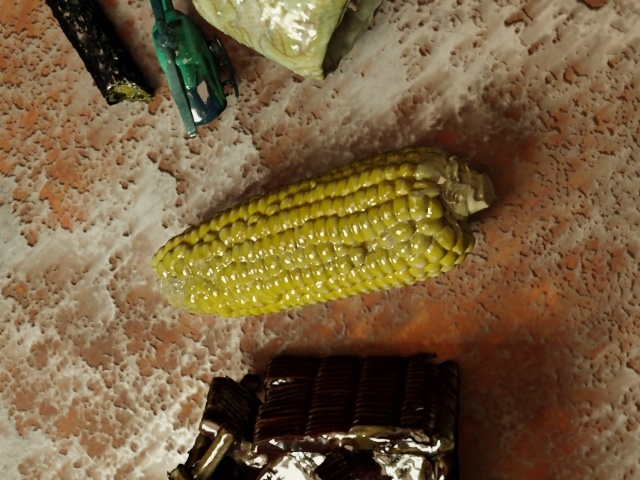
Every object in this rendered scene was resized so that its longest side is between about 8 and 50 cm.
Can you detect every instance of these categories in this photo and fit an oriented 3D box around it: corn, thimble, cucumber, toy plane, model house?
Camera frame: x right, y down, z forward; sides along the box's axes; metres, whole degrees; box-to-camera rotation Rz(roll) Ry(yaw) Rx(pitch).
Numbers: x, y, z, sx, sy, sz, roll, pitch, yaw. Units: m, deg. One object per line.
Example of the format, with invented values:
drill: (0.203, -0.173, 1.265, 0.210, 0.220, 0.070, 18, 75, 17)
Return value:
corn: (0.000, 0.000, 1.084, 0.347, 0.130, 0.130, -17, 93, 23)
thimble: (-0.014, -0.258, 1.042, 0.143, 0.137, 0.190, 33, 96, 10)
cucumber: (-0.238, -0.213, 1.168, 0.053, 0.053, 0.181, -35, 85, 20)
toy plane: (-0.143, -0.200, 1.118, 0.060, 0.096, 0.235, -24, 73, 17)
model house: (0.014, 0.243, 1.040, 0.297, 0.317, 0.282, 42, 112, -6)
